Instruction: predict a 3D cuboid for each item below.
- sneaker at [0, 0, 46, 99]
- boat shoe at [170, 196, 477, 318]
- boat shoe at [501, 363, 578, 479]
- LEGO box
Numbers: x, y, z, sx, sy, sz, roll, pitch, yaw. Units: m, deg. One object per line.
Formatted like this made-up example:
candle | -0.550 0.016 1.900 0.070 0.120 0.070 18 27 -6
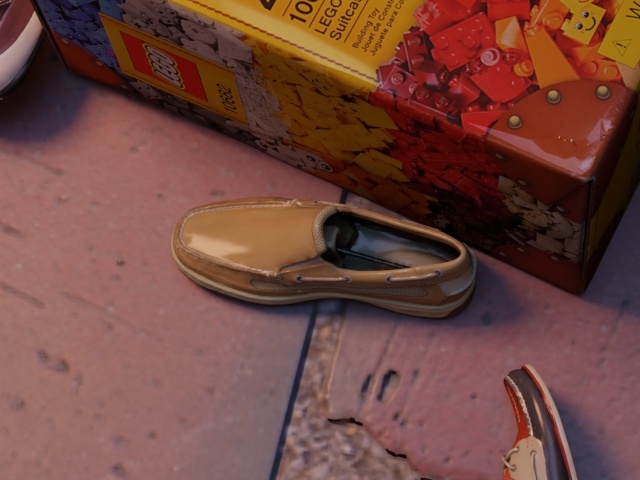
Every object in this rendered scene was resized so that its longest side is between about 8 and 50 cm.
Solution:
sneaker | -0.225 -0.237 1.187 0.106 0.162 0.281 -11 56 50
boat shoe | 0.000 0.000 1.129 0.190 0.072 0.068 4 69 7
boat shoe | 0.126 0.138 1.078 0.043 0.049 0.137 -17 72 1
LEGO box | 0.101 -0.276 1.165 0.372 0.193 0.500 24 73 14
